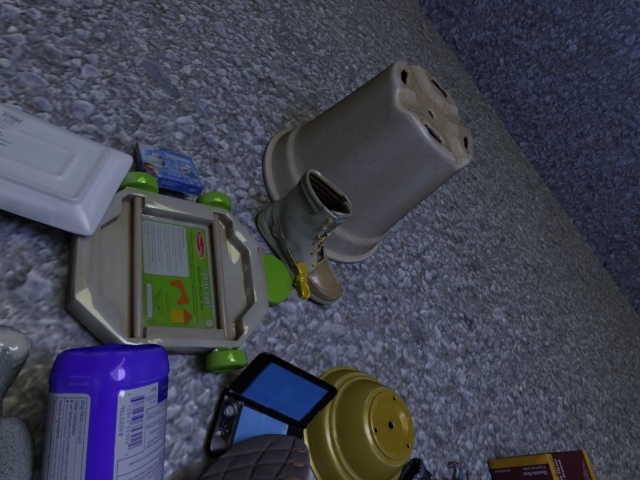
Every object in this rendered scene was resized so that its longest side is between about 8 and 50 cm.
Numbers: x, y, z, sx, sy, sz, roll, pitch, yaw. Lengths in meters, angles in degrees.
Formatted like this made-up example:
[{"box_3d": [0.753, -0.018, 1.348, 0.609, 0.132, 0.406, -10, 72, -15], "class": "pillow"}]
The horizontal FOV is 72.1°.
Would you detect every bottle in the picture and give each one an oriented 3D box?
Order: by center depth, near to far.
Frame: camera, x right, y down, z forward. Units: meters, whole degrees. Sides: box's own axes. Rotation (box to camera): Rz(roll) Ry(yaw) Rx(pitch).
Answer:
[{"box_3d": [-0.200, 0.242, 0.411, 0.118, 0.092, 0.282, 64, 25, -80], "class": "bottle"}]

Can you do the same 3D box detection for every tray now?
[{"box_3d": [-0.377, -0.111, 0.514, 0.270, 0.030, 0.145, 22, 49, -17], "class": "tray"}]

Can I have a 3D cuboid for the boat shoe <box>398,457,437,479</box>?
[{"box_3d": [0.143, 0.438, 0.693, 0.083, 0.065, 0.183, 54, 33, -1], "class": "boat shoe"}]

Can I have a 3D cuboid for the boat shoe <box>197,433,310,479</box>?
[{"box_3d": [-0.093, 0.334, 0.443, 0.324, 0.123, 0.116, -45, 139, -65], "class": "boat shoe"}]

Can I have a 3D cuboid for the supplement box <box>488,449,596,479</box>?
[{"box_3d": [0.474, 0.541, 0.898, 0.194, 0.129, 0.191, 18, 53, -37], "class": "supplement box"}]

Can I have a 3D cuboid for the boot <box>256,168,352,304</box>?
[{"box_3d": [0.000, 0.000, 0.754, 0.213, 0.165, 0.077, 54, 41, -1], "class": "boot"}]

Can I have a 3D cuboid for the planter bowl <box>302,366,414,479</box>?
[{"box_3d": [0.084, 0.300, 0.700, 0.217, 0.090, 0.217, 24, 50, -33], "class": "planter bowl"}]

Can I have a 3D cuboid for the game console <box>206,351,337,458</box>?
[{"box_3d": [-0.060, 0.243, 0.597, 0.144, 0.085, 0.124, 35, 44, -25], "class": "game console"}]

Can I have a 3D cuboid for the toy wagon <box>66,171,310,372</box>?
[{"box_3d": [-0.165, 0.053, 0.633, 0.344, 0.068, 0.267, 12, 57, -40], "class": "toy wagon"}]

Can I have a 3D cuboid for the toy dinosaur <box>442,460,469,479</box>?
[{"box_3d": [0.253, 0.460, 0.819, 0.082, 0.047, 0.090, -47, 134, -58], "class": "toy dinosaur"}]

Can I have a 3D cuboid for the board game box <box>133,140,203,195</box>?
[{"box_3d": [-0.236, -0.111, 0.682, 0.090, 0.020, 0.090, 12, 33, -40], "class": "board game box"}]

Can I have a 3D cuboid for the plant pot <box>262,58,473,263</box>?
[{"box_3d": [0.110, -0.164, 0.865, 0.334, 0.305, 0.333, 24, 50, -33], "class": "plant pot"}]

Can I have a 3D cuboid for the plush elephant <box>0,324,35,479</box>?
[{"box_3d": [-0.308, 0.187, 0.255, 0.272, 0.255, 0.330, 6, 61, -42], "class": "plush elephant"}]
